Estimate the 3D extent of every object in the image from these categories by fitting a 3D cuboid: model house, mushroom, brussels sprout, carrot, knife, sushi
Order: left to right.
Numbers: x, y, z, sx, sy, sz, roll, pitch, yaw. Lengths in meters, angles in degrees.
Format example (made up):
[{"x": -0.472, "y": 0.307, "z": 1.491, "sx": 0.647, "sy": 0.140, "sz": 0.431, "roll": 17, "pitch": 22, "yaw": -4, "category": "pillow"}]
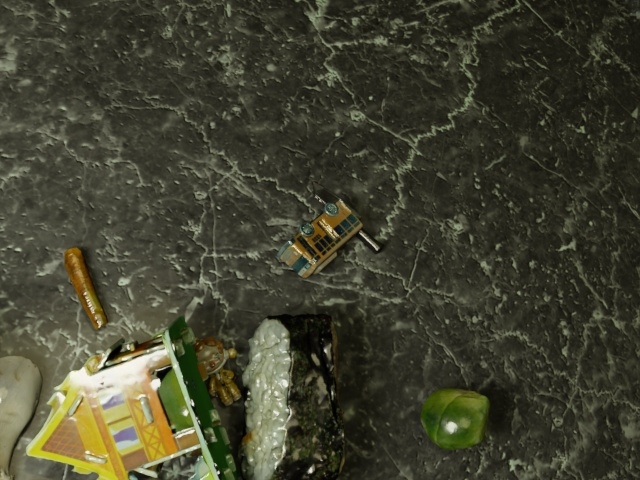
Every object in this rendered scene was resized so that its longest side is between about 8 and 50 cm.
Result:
[{"x": -0.556, "y": 0.315, "z": 1.296, "sx": 0.116, "sy": 0.093, "sz": 0.225, "roll": 29, "pitch": 52, "yaw": -33, "category": "mushroom"}, {"x": -0.458, "y": 0.094, "z": 1.466, "sx": 0.042, "sy": 0.042, "sz": 0.171, "roll": -22, "pitch": 80, "yaw": -29, "category": "carrot"}, {"x": -0.330, "y": 0.355, "z": 1.331, "sx": 0.312, "sy": 0.242, "sz": 0.358, "roll": -20, "pitch": 94, "yaw": -1, "category": "model house"}, {"x": -0.048, "y": 0.316, "z": 1.437, "sx": 0.170, "sy": 0.211, "sz": 0.350, "roll": 11, "pitch": 68, "yaw": -30, "category": "sushi"}, {"x": 0.063, "y": -0.059, "z": 1.760, "sx": 0.230, "sy": 0.028, "sz": 0.060, "roll": 42, "pitch": 47, "yaw": 3, "category": "knife"}, {"x": 0.286, "y": 0.380, "z": 1.594, "sx": 0.155, "sy": 0.155, "sz": 0.118, "roll": 1, "pitch": 102, "yaw": -22, "category": "brussels sprout"}]

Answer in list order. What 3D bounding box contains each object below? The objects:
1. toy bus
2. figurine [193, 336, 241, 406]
[{"x": 0.000, "y": 0.000, "z": 1.666, "sx": 0.103, "sy": 0.091, "sz": 0.182, "roll": 48, "pitch": 57, "yaw": 3, "category": "toy bus"}, {"x": -0.205, "y": 0.254, "z": 1.484, "sx": 0.143, "sy": 0.068, "sz": 0.101, "roll": 36, "pitch": 78, "yaw": -9, "category": "figurine"}]
